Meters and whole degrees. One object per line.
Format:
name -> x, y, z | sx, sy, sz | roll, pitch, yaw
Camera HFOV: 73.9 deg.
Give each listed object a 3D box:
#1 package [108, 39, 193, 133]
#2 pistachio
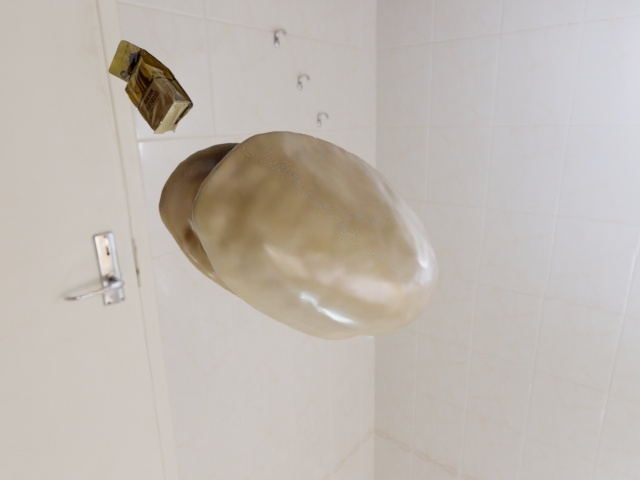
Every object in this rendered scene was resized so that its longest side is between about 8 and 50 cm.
package -> -0.258, -0.231, 0.646 | 0.071, 0.131, 0.047 | -43, 172, 36
pistachio -> 0.000, 0.000, 0.437 | 0.299, 0.187, 0.188 | 29, 176, -36
